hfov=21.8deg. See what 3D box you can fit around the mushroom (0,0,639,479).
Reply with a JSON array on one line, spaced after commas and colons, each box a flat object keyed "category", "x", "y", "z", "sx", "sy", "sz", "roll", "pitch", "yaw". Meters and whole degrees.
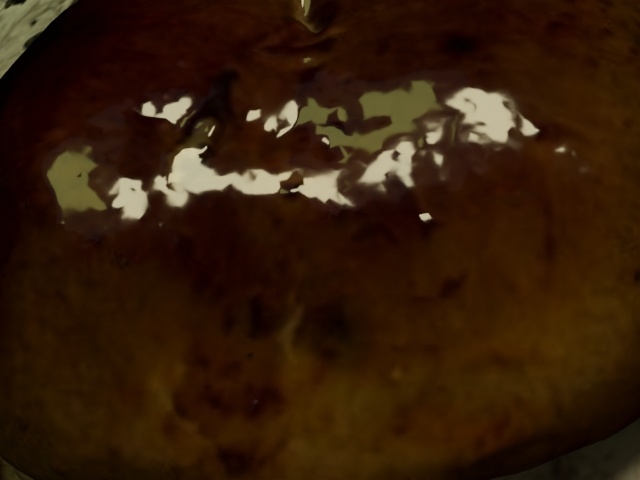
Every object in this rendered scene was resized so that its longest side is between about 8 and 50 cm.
[{"category": "mushroom", "x": 0.000, "y": 0.000, "z": 0.716, "sx": 0.345, "sy": 0.260, "sz": 0.345, "roll": -3, "pitch": 36, "yaw": 2}]
